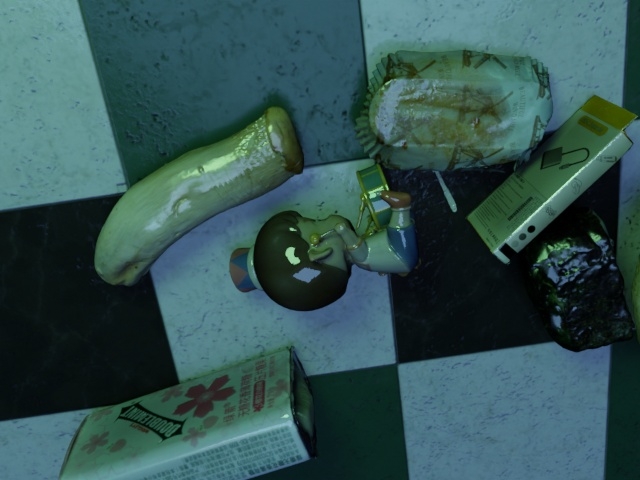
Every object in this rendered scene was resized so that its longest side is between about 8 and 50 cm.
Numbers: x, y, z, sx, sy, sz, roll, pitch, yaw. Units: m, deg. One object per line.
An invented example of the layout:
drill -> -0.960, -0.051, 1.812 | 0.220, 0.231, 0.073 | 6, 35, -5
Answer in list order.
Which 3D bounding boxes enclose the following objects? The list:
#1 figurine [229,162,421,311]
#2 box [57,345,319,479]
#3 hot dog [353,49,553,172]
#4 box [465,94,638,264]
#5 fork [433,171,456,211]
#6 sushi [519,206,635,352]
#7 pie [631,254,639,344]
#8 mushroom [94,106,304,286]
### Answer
figurine -> 0.003, 0.009, 0.935 | 0.276, 0.161, 0.158 | -22, 72, 3
box -> -0.187, 0.290, 1.017 | 0.370, 0.190, 0.112 | -20, 114, 4
hot dog -> 0.180, -0.172, 0.897 | 0.271, 0.082, 0.162 | 0, 113, -7
box -> 0.312, -0.084, 0.916 | 0.033, 0.129, 0.247 | 39, 107, -19
fork -> 0.173, -0.087, 0.970 | 0.016, 0.012, 0.115 | -23, 114, 14
sushi -> 0.369, 0.063, 0.987 | 0.127, 0.124, 0.225 | -22, 119, 10
pie -> 0.563, 0.063, 0.969 | 0.338, 0.075, 0.337 | -8, 106, -27
mushroom -> -0.174, -0.055, 0.921 | 0.351, 0.095, 0.123 | -33, 129, 12
